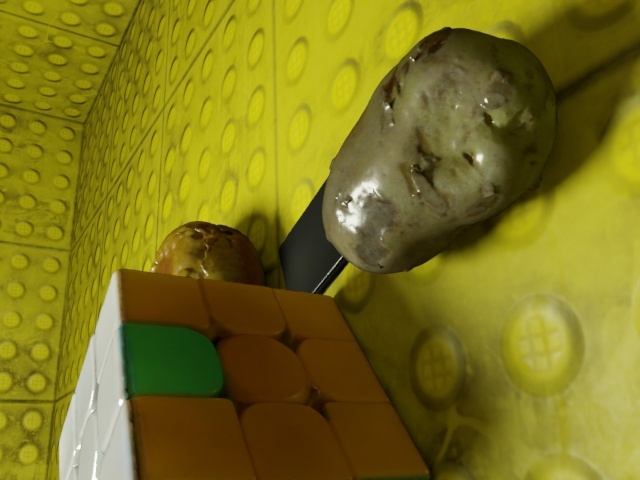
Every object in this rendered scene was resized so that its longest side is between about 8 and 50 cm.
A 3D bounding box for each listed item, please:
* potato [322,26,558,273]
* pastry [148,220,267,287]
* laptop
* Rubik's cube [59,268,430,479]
[{"bbox_3d":[0.095,-0.076,0.559,0.262,0.165,0.164,-43,47,42],"label":"potato"},{"bbox_3d":[-0.202,0.134,0.992,0.356,0.164,0.355,-19,68,58],"label":"pastry"},{"bbox_3d":[0.000,0.000,0.835,0.197,0.016,0.135,-52,39,37],"label":"laptop"},{"bbox_3d":[-0.112,0.240,0.674,0.290,0.292,0.291,-65,33,26],"label":"Rubik's cube"}]
